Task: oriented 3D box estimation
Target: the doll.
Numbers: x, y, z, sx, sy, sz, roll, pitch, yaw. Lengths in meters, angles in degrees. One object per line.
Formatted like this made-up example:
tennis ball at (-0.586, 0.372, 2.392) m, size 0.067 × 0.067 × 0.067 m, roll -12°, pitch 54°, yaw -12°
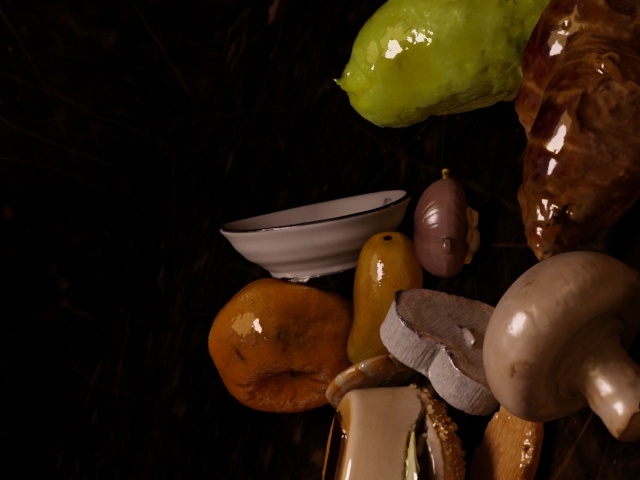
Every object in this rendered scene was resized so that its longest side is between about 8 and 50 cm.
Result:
doll at (0.182, -0.035, 2.247) m, size 0.145 × 0.096 × 0.188 m, roll 91°, pitch -173°, yaw -48°

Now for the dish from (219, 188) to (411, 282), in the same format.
dish at (0.000, 0.000, 2.501) m, size 0.316 × 0.316 × 0.106 m, roll -170°, pitch 69°, yaw -70°

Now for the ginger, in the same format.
ginger at (0.308, -0.143, 1.915) m, size 0.274 × 0.152 × 0.357 m, roll 133°, pitch 149°, yaw -51°

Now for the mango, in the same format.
mango at (0.093, 0.095, 2.387) m, size 0.136 × 0.099 × 0.227 m, roll -126°, pitch 46°, yaw -60°

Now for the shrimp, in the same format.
shrimp at (0.108, 0.218, 2.193) m, size 0.296 × 0.169 × 0.058 m, roll 59°, pitch -168°, yaw -61°

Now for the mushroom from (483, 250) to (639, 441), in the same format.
mushroom at (0.276, 0.119, 1.741) m, size 0.209 × 0.206 × 0.206 m, roll -107°, pitch 38°, yaw -57°

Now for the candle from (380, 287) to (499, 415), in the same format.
candle at (0.180, 0.133, 2.071) m, size 0.192 × 0.168 × 0.068 m, roll 42°, pitch 126°, yaw 17°

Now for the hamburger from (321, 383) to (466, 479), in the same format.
hamburger at (0.091, 0.328, 2.038) m, size 0.302 × 0.170 × 0.302 m, roll -170°, pitch 90°, yaw -85°

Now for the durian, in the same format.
durian at (0.192, -0.263, 2.189) m, size 0.256 × 0.340 × 0.204 m, roll 94°, pitch 158°, yaw -59°

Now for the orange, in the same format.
orange at (-0.049, 0.149, 2.517) m, size 0.249 × 0.249 × 0.183 m, roll -55°, pitch 34°, yaw 41°

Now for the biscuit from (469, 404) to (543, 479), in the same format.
biscuit at (0.232, 0.273, 1.968) m, size 0.144 × 0.033 × 0.224 m, roll -116°, pitch 41°, yaw -62°
